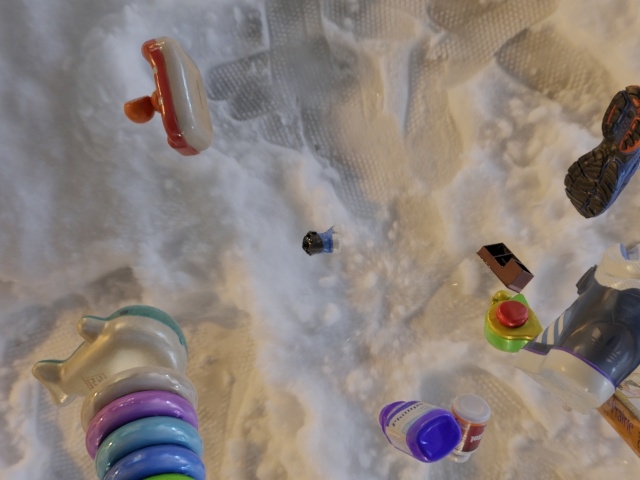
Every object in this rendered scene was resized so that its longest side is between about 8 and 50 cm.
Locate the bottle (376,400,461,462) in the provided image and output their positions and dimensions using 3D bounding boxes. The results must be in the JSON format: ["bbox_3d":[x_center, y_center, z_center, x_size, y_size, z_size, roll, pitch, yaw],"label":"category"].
[{"bbox_3d":[0.202,0.410,1.562,0.118,0.283,0.092,-32,94,-15],"label":"bottle"}]

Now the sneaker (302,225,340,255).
[{"bbox_3d":[0.000,-0.001,1.603,0.085,0.152,0.058,-1,102,-1],"label":"sneaker"}]

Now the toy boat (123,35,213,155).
[{"bbox_3d":[-0.302,-0.267,1.348,0.151,0.151,0.230,-14,79,6],"label":"toy boat"}]

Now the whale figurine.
[{"bbox_3d":[-0.372,0.210,1.279,0.272,0.141,0.216,-19,119,10],"label":"whale figurine"}]

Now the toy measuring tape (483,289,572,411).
[{"bbox_3d":[0.432,0.233,1.534,0.122,0.121,0.330,-18,43,4],"label":"toy measuring tape"}]

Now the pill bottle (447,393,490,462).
[{"bbox_3d":[0.326,0.428,1.608,0.086,0.086,0.151,13,123,6],"label":"pill bottle"}]

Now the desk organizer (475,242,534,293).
[{"bbox_3d":[0.394,0.051,1.513,0.047,0.130,0.050,23,112,-35],"label":"desk organizer"}]

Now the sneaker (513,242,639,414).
[{"bbox_3d":[0.407,0.120,1.027,0.130,0.323,0.236,36,85,13],"label":"sneaker"}]

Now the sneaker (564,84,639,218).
[{"bbox_3d":[0.418,-0.115,0.978,0.087,0.221,0.083,-11,53,-27],"label":"sneaker"}]

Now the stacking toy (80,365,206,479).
[{"bbox_3d":[-0.173,0.301,0.763,0.141,0.141,0.330,-29,46,3],"label":"stacking toy"}]

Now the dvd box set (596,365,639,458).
[{"bbox_3d":[0.591,0.246,1.148,0.308,0.420,0.062,2,102,-1],"label":"dvd box set"}]
